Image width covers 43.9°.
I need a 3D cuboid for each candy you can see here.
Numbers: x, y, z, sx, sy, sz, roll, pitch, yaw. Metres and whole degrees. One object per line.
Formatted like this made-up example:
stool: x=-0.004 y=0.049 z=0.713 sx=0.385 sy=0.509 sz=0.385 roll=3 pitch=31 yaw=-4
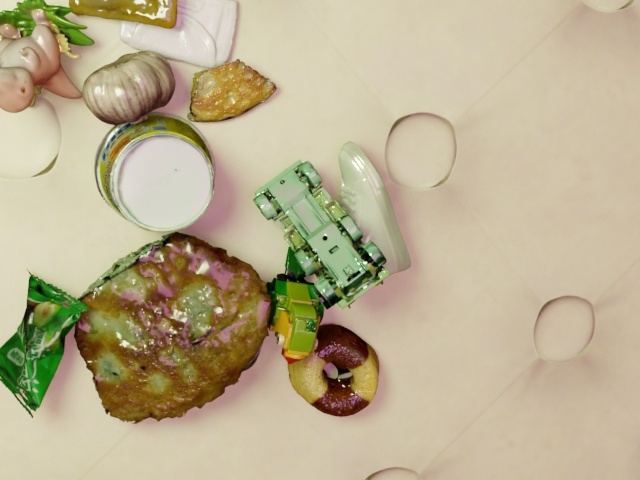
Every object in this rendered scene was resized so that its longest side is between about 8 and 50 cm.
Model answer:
candy: x=-0.462 y=0.166 z=1.300 sx=0.078 sy=0.141 sz=0.203 roll=20 pitch=100 yaw=-47

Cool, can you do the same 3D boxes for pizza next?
pizza: x=-0.156 y=-0.253 z=1.337 sx=0.160 sy=0.036 sz=0.099 roll=-23 pitch=121 yaw=-9

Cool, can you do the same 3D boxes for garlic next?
garlic: x=-0.296 y=-0.234 z=1.241 sx=0.147 sy=0.159 sz=0.102 roll=-16 pitch=114 yaw=15

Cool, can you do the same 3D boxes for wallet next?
wallet: x=-0.229 y=-0.357 z=1.299 sx=0.183 sy=0.032 sz=0.124 roll=12 pitch=96 yaw=-17

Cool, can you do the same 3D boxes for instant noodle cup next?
instant noodle cup: x=-0.257 y=-0.106 z=1.283 sx=0.205 sy=0.153 sz=0.205 roll=-3 pitch=102 yaw=-16

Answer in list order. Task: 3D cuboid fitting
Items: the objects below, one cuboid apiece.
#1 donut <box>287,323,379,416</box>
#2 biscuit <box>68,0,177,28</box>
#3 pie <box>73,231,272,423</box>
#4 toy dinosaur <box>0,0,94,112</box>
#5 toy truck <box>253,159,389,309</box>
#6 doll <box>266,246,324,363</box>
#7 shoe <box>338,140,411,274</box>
donut: x=0.032 y=0.250 z=1.486 sx=0.166 sy=0.073 sz=0.184 roll=-37 pitch=108 yaw=-3
biscuit: x=-0.303 y=-0.430 z=1.236 sx=0.174 sy=0.039 sz=0.183 roll=7 pitch=100 yaw=4
pie: x=-0.250 y=0.150 z=1.348 sx=0.355 sy=0.103 sz=0.288 roll=-36 pitch=106 yaw=5
toy dinosaur: x=-0.414 y=-0.259 z=1.176 sx=0.152 sy=0.194 sz=0.177 roll=-14 pitch=75 yaw=6
toy truck: x=-0.002 y=-0.003 z=1.368 sx=0.128 sy=0.135 sz=0.259 roll=-36 pitch=77 yaw=-4
doll: x=-0.045 y=0.122 z=1.385 sx=0.106 sy=0.186 sz=0.134 roll=11 pitch=127 yaw=-19
shoe: x=0.072 y=-0.040 z=1.422 sx=0.110 sy=0.095 sz=0.265 roll=-29 pitch=110 yaw=-7
